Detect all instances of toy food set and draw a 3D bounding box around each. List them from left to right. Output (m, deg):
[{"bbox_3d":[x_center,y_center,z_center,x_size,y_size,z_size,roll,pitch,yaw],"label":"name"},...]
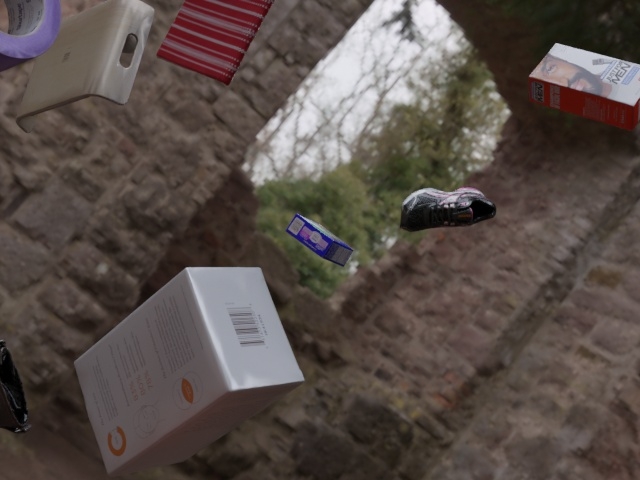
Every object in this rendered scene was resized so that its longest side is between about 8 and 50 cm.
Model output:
[{"bbox_3d":[-0.457,-0.330,1.886,0.306,0.219,0.092,-9,-30,40],"label":"toy food set"}]

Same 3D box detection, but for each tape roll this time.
[{"bbox_3d":[-0.456,-0.331,1.339,0.080,0.189,0.189,-11,-42,34],"label":"tape roll"}]

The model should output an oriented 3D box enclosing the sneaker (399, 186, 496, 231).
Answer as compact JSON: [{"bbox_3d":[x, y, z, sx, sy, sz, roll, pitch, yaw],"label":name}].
[{"bbox_3d":[0.220,-0.052,1.646,0.077,0.178,0.071,30,-49,58],"label":"sneaker"}]

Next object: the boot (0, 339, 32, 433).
[{"bbox_3d":[-0.564,0.190,1.477,0.262,0.229,0.091,67,23,-10],"label":"boot"}]

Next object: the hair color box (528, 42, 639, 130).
[{"bbox_3d":[0.409,-0.232,1.462,0.167,0.093,0.053,22,-33,31],"label":"hair color box"}]

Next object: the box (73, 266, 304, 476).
[{"bbox_3d":[-0.225,0.217,1.608,0.168,0.345,0.215,2,59,-48],"label":"box"}]

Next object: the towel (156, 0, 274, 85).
[{"bbox_3d":[-0.140,-0.389,1.556,0.199,0.274,0.031,27,-2,43],"label":"towel"}]

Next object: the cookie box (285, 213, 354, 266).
[{"bbox_3d":[0.000,0.000,1.746,0.092,0.040,0.107,37,5,23],"label":"cookie box"}]
